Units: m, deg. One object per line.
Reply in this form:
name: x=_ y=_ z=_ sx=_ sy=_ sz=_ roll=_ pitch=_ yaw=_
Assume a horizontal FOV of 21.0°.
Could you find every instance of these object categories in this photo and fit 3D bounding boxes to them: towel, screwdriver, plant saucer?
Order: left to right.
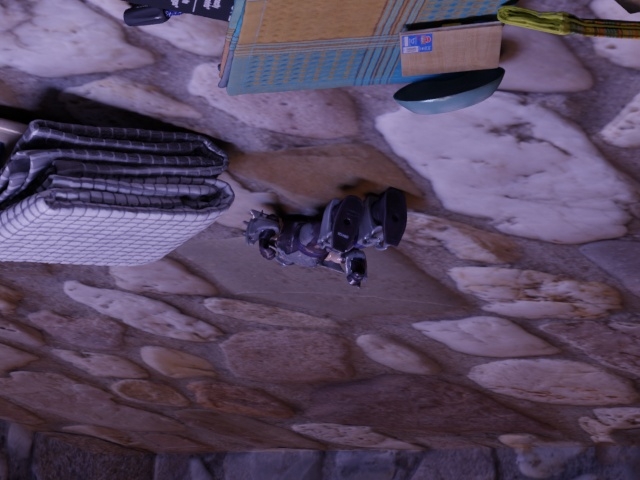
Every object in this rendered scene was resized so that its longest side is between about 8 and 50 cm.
towel: x=-0.281 y=-0.053 z=2.132 sx=0.283 sy=0.121 sz=0.235 roll=2 pitch=162 yaw=-34
screwdriver: x=-0.130 y=-0.240 z=1.765 sx=0.170 sy=0.024 sz=0.025 roll=-6 pitch=-175 yaw=31
towel: x=0.049 y=-0.214 z=1.607 sx=0.271 sy=0.040 sz=0.370 roll=-5 pitch=168 yaw=-8
plant saucer: x=0.136 y=-0.154 z=1.792 sx=0.119 sy=0.021 sz=0.119 roll=-13 pitch=-164 yaw=4
towel: x=0.285 y=-0.199 z=1.586 sx=0.237 sy=0.021 sz=0.102 roll=0 pitch=-166 yaw=-30

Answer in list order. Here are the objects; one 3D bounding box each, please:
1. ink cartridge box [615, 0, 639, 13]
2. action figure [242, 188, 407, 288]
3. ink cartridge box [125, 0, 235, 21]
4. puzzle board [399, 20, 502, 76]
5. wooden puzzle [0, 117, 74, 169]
ink cartridge box: x=0.280 y=-0.256 z=1.495 sx=0.099 sy=0.056 sz=0.135 roll=-7 pitch=157 yaw=37
action figure: x=0.000 y=0.000 z=2.298 sx=0.185 sy=0.099 sz=0.285 roll=11 pitch=165 yaw=-23
ink cartridge box: x=-0.133 y=-0.276 z=1.606 sx=0.371 sy=0.069 sz=0.176 roll=8 pitch=161 yaw=-7
puzzle board: x=0.125 y=-0.185 z=1.655 sx=0.096 sy=0.011 sz=0.128 roll=-5 pitch=167 yaw=3
wooden puzzle: x=-0.497 y=-0.097 z=2.238 sx=0.348 sy=0.080 sz=0.322 roll=10 pitch=161 yaw=-6
